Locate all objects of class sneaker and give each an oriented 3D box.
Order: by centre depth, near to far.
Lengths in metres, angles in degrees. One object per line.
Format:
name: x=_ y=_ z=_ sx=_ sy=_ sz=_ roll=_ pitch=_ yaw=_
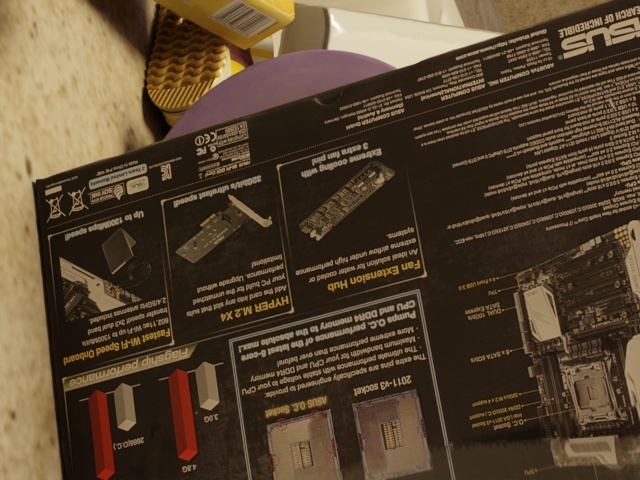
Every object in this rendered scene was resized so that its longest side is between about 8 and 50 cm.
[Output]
sneaker: x=-0.059 y=-0.115 z=0.944 sx=0.185 sy=0.069 sz=0.084 roll=-77 pitch=150 yaw=-44

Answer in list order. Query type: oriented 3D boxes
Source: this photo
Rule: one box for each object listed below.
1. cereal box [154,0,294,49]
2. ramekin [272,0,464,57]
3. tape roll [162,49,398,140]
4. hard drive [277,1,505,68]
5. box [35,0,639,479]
cereal box: x=-0.095 y=-0.246 z=0.864 sx=0.173 sy=0.047 sz=0.240 roll=24 pitch=50 yaw=-44
ramekin: x=0.054 y=-0.091 z=1.191 sx=0.277 sy=0.135 sz=0.277 roll=-14 pitch=90 yaw=-76
tape roll: x=0.000 y=0.000 z=0.805 sx=0.080 sy=0.189 sz=0.189 roll=44 pitch=34 yaw=-64
hard drive: x=0.077 y=-0.043 z=1.012 sx=0.307 sy=0.040 sz=0.203 roll=-2 pitch=105 yaw=-50
box: x=0.035 y=0.052 z=0.652 sx=0.076 sy=0.307 sz=0.242 roll=32 pitch=45 yaw=-64
